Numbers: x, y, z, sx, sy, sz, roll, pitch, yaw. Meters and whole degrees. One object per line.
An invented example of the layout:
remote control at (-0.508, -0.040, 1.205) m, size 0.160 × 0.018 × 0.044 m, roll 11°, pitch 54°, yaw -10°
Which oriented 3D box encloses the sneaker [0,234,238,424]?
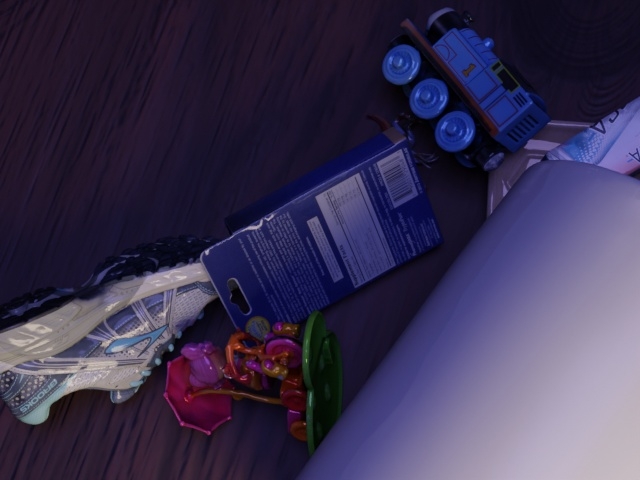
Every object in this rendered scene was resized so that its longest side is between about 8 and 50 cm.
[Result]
sneaker at (-0.189, 0.083, 1.167) m, size 0.283 × 0.110 × 0.122 m, roll -22°, pitch 110°, yaw -18°

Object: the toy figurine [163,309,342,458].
toy figurine at (-0.072, 0.130, 1.121) m, size 0.159 × 0.173 × 0.130 m, roll 2°, pitch 48°, yaw 13°

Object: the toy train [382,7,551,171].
toy train at (0.142, -0.155, 1.204) m, size 0.105 × 0.080 × 0.184 m, roll -41°, pitch 63°, yaw 13°

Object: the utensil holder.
utensil holder at (0.190, 0.175, 0.999) m, size 0.327 × 0.327 × 0.385 m, roll 36°, pitch 78°, yaw 9°

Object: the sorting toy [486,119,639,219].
sorting toy at (0.262, -0.015, 1.212) m, size 0.193 × 0.038 × 0.208 m, roll 4°, pitch 80°, yaw 2°

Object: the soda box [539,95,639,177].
soda box at (0.306, -0.099, 1.178) m, size 0.183 × 0.058 × 0.063 m, roll -31°, pitch 81°, yaw -5°

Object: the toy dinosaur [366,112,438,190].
toy dinosaur at (0.088, -0.086, 1.238) m, size 0.090 × 0.047 × 0.082 m, roll 7°, pitch 83°, yaw 36°

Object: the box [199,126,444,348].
box at (0.000, 0.000, 1.162) m, size 0.225 × 0.136 × 0.036 m, roll -30°, pitch 37°, yaw -8°
